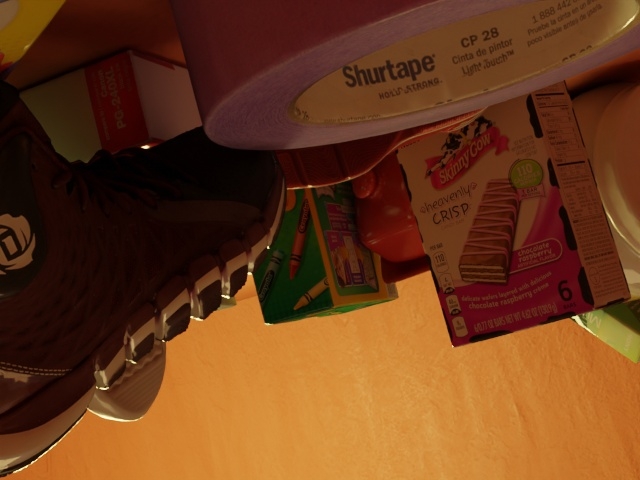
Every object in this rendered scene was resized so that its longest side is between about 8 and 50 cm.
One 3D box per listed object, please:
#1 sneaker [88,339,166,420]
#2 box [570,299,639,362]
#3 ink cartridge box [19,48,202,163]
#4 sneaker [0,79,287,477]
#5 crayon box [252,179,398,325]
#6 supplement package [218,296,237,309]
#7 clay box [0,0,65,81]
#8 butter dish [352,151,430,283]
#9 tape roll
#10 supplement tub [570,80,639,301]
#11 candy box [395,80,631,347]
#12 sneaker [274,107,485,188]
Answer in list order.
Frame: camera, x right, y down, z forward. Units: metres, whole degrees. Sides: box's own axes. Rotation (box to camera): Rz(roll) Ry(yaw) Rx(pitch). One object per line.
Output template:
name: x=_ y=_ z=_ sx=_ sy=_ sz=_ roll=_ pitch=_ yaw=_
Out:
sneaker: x=-0.208 y=0.014 z=0.704 sx=0.151 sy=0.256 sz=0.094 roll=-14 pitch=-148 yaw=37
box: x=0.378 y=0.010 z=1.605 sx=0.232 sy=0.322 sz=0.058 roll=-31 pitch=140 yaw=-30
ink cartridge box: x=-0.157 y=-0.065 z=0.766 sx=0.150 sy=0.063 sz=0.109 roll=-16 pitch=174 yaw=18
sneaker: x=-0.114 y=-0.025 z=0.586 sx=0.106 sy=0.162 sz=0.281 roll=12 pitch=-139 yaw=27
crayon box: x=0.000 y=0.000 z=1.307 sx=0.081 sy=0.165 sz=0.278 roll=-16 pitch=174 yaw=17
supplement package: x=-0.230 y=0.037 z=1.207 sx=0.244 sy=0.134 sz=0.139 roll=-16 pitch=174 yaw=5
clay box: x=-0.156 y=-0.106 z=0.428 sx=0.127 sy=0.053 sz=0.222 roll=-13 pitch=175 yaw=-31
butter dish: x=0.087 y=-0.051 z=1.282 sx=0.118 sy=0.160 sz=0.160 roll=17 pitch=155 yaw=-34
tape roll: x=0.062 y=-0.129 z=0.599 sx=0.274 sy=0.090 sz=0.275 roll=-16 pitch=174 yaw=-2
supplement tub: x=0.312 y=-0.042 z=1.344 sx=0.241 sy=0.241 sz=0.331 roll=-12 pitch=173 yaw=-28
candy box: x=0.164 y=-0.035 z=1.050 sx=0.159 sy=0.233 sz=0.071 roll=-22 pitch=171 yaw=42
sneaker: x=0.048 y=-0.091 z=0.957 sx=0.221 sy=0.087 sz=0.128 roll=-15 pitch=173 yaw=12
